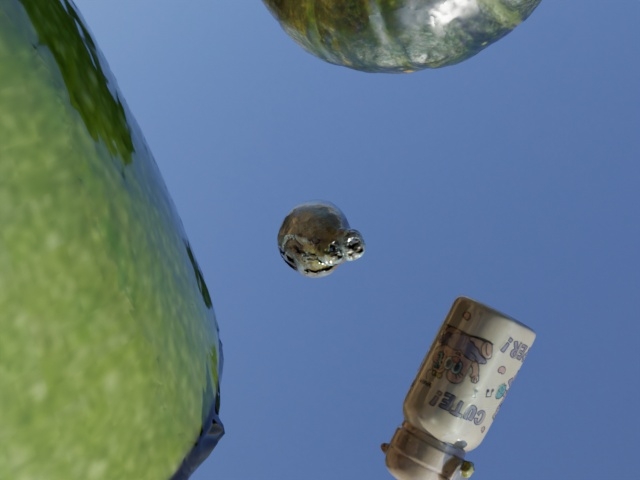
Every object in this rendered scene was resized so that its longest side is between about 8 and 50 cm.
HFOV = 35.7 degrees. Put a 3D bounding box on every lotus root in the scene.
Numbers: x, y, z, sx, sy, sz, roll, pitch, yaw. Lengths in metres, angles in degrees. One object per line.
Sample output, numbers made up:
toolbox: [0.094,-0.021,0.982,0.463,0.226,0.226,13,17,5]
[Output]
lotus root: [-0.003,-0.001,1.099,0.088,0.088,0.165,-53,-163,-4]

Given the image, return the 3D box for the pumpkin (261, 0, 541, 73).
pumpkin: [0.055,-0.228,0.664,0.238,0.159,0.238,1,-88,20]

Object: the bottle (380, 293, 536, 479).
bottle: [0.148,0.172,1.064,0.110,0.097,0.209,25,-93,39]

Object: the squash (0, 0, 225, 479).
squash: [-0.195,-0.056,0.364,0.310,0.308,0.310,-1,-150,1]
